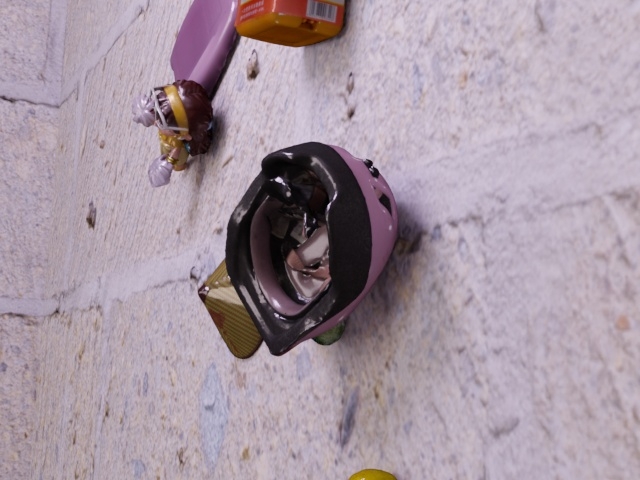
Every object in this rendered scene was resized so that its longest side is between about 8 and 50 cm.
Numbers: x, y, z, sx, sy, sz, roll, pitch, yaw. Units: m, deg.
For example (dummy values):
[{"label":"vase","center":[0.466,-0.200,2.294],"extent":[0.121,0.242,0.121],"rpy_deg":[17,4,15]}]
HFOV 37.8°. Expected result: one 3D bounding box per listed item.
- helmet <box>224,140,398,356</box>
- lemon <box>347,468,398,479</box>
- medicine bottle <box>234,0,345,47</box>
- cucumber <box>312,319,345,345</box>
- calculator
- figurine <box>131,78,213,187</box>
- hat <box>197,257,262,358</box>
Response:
[{"label":"helmet","center":[0.000,0.000,1.071],"extent":[0.198,0.154,0.253],"rpy_deg":[57,150,30]},{"label":"lemon","center":[0.057,0.272,0.988],"extent":[0.083,0.062,0.062],"rpy_deg":[-18,68,61]},{"label":"medicine bottle","center":[-0.033,-0.382,1.255],"extent":[0.149,0.112,0.222],"rpy_deg":[7,90,63]},{"label":"cucumber","center":[-0.010,0.098,1.176],"extent":[0.105,0.048,0.048],"rpy_deg":[-157,76,-66]},{"label":"calculator","center":[-0.206,-0.362,1.667],"extent":[0.294,0.043,0.194],"rpy_deg":[-54,38,42]},{"label":"figurine","center":[-0.254,-0.194,1.641],"extent":[0.240,0.116,0.174],"rpy_deg":[-48,57,60]},{"label":"hat","center":[-0.146,0.080,1.409],"extent":[0.193,0.082,0.193],"rpy_deg":[-25,61,58]}]
